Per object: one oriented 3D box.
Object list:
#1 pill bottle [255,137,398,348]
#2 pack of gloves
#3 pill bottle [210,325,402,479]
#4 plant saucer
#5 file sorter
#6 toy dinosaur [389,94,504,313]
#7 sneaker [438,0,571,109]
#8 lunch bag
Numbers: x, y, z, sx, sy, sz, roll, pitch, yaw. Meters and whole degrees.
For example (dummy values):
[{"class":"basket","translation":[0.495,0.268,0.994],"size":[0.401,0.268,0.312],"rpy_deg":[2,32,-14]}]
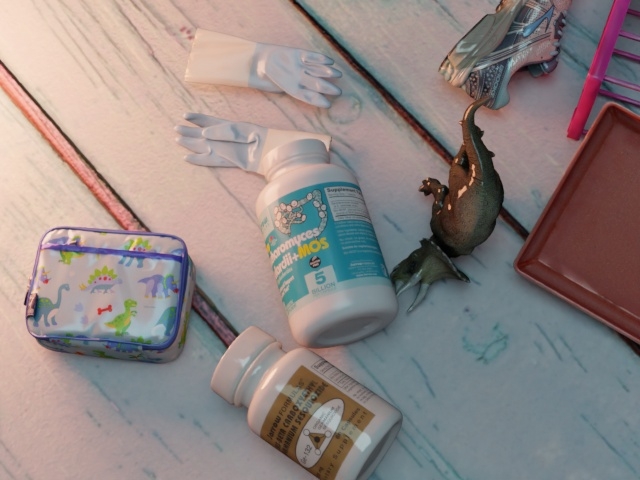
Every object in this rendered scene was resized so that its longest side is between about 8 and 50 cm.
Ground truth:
[{"class":"pill bottle","translation":[0.000,0.000,1.816],"size":[0.146,0.146,0.264],"rpy_deg":[-18,69,-1]},{"class":"pack of gloves","translation":[-0.087,-0.185,1.953],"size":[0.232,0.046,0.195],"rpy_deg":[13,86,10]},{"class":"pill bottle","translation":[-0.021,0.213,1.753],"size":[0.229,0.131,0.131],"rpy_deg":[33,77,15]},{"class":"plant saucer","translation":[0.425,-0.010,1.780],"size":[0.259,0.048,0.258],"rpy_deg":[31,104,10]},{"class":"file sorter","translation":[0.474,-0.275,1.840],"size":[0.182,0.202,0.291],"rpy_deg":[19,74,8]},{"class":"toy dinosaur","translation":[0.197,-0.051,1.788],"size":[0.121,0.313,0.160],"rpy_deg":[12,46,-17]},{"class":"sneaker","translation":[0.299,-0.298,1.930],"size":[0.122,0.110,0.283],"rpy_deg":[45,82,-1]},{"class":"lunch bag","translation":[-0.285,0.069,1.852],"size":[0.219,0.090,0.176],"rpy_deg":[6,69,6]}]
